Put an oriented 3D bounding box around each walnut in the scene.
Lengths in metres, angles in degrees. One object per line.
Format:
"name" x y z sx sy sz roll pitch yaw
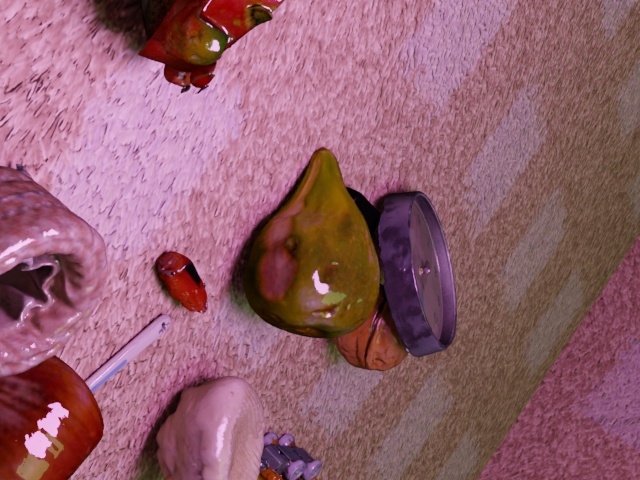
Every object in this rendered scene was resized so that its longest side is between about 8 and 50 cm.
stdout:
"walnut" 0.090 0.147 2.331 0.144 0.144 0.180 -46 163 -25

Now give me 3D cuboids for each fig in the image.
"fig" 0.000 0.000 1.993 0.206 0.206 0.275 41 58 -65

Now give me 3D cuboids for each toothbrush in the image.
"toothbrush" -0.320 0.219 1.771 0.386 0.040 0.040 -42 150 -33

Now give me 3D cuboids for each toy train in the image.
"toy train" -0.078 0.408 2.383 0.127 0.089 0.219 -51 157 7

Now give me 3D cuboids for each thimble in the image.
"thimble" -0.341 0.033 1.403 0.229 0.148 0.196 -20 138 -50

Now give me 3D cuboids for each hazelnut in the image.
"hazelnut" -0.362 0.221 1.566 0.212 0.181 0.181 -50 -178 -16

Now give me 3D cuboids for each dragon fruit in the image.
"dragon fruit" -0.093 -0.277 1.444 0.268 0.130 0.295 -50 -164 -27

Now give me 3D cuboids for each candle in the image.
"candle" -0.183 0.060 1.855 0.053 0.048 0.162 -21 151 1

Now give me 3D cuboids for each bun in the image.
"bun" -0.168 0.307 2.034 0.231 0.133 0.231 9 90 -77

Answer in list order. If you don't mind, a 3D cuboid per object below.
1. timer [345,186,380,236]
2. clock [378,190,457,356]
"timer" 0.021 0.015 2.164 0.187 0.055 0.144 -61 158 -6
"clock" 0.165 0.054 2.279 0.280 0.055 0.281 -10 90 -72
